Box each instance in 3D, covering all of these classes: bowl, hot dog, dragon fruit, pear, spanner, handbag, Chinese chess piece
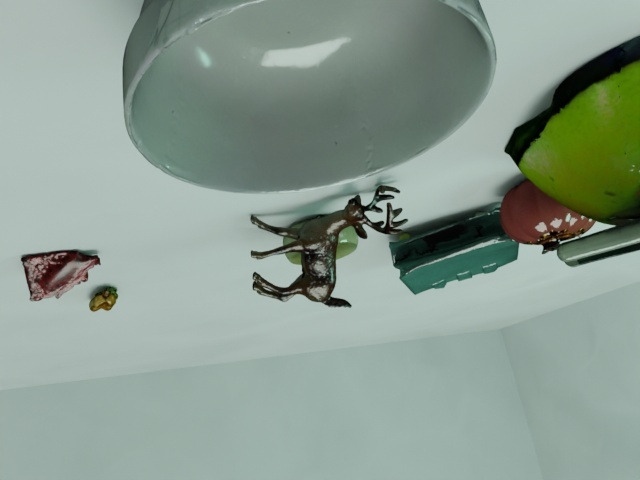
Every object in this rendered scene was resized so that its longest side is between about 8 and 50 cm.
[{"bbox_3d":[-0.016,-0.160,0.485,0.286,0.144,0.287,-10,163,-3],"label":"bowl"},{"bbox_3d":[-0.460,0.125,1.264,0.056,0.041,0.133,-2,167,-27],"label":"hot dog"},{"bbox_3d":[-0.447,0.063,1.034,0.131,0.063,0.097,-7,162,-12],"label":"dragon fruit"},{"bbox_3d":[0.483,-0.129,0.845,0.398,0.165,0.399,-10,162,-3],"label":"pear"},{"bbox_3d":[0.506,-0.022,0.848,0.324,0.040,0.095,-19,161,27],"label":"spanner"},{"bbox_3d":[0.297,0.023,1.321,0.268,0.100,0.274,-21,161,16],"label":"handbag"},{"bbox_3d":[0.000,0.000,1.125,0.143,0.059,0.144,-10,164,-3],"label":"Chinese chess piece"}]

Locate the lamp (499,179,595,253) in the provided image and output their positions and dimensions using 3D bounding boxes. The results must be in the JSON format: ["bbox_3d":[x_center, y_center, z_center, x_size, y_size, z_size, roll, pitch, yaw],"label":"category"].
[{"bbox_3d":[0.425,-0.048,1.102,0.181,0.140,0.182,-10,167,-2],"label":"lamp"}]

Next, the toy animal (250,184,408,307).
[{"bbox_3d":[0.009,0.008,1.024,0.259,0.087,0.244,-1,129,-4],"label":"toy animal"}]
